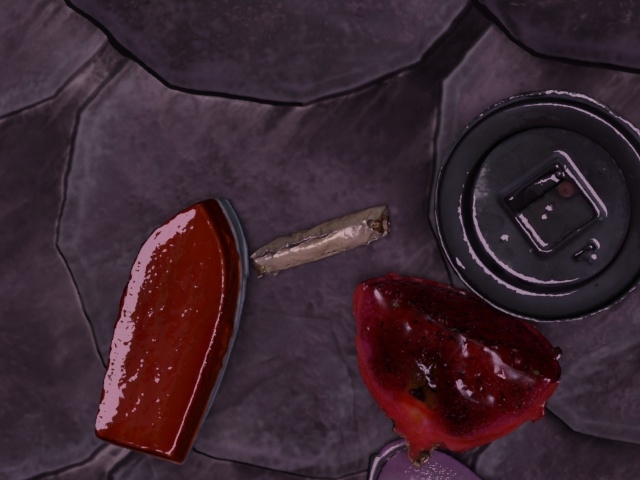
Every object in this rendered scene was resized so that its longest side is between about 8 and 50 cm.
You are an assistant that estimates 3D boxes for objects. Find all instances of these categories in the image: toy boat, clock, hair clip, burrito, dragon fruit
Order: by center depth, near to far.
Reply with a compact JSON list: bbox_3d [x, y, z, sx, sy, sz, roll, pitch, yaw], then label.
[{"bbox_3d":[0.272,-0.039,1.312,0.280,0.055,0.281,0,84,0],"label":"clock"},{"bbox_3d":[0.151,0.166,1.333,0.262,0.134,0.211,30,108,19],"label":"dragon fruit"},{"bbox_3d":[0.220,0.356,1.351,0.358,0.095,0.110,19,117,8],"label":"hair clip"},{"bbox_3d":[-0.171,0.102,1.361,0.145,0.133,0.332,14,84,10],"label":"toy boat"},{"bbox_3d":[0.000,0.000,1.375,0.185,0.041,0.045,-17,133,6],"label":"burrito"}]
